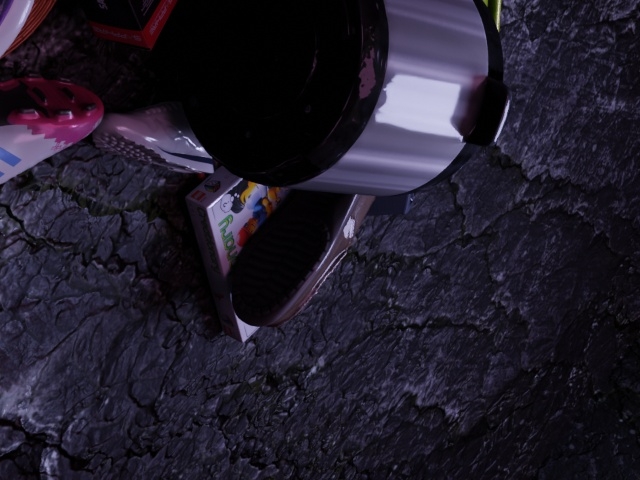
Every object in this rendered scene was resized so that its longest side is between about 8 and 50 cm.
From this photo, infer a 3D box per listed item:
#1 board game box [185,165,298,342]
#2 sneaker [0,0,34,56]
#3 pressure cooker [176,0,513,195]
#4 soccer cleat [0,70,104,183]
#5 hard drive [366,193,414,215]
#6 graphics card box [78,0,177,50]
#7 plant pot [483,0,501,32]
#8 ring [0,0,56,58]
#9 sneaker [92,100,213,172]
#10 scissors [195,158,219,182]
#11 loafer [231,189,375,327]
[{"bbox_3d":[-0.106,-0.005,2.244,0.193,0.053,0.305,-44,142,-29],"label":"board game box"},{"bbox_3d":[-0.488,-0.245,1.508,0.323,0.130,0.236,-37,145,6],"label":"sneaker"},{"bbox_3d":[0.049,-0.246,2.015,0.420,0.376,0.369,4,61,-50],"label":"pressure cooker"},{"bbox_3d":[-0.422,-0.118,1.768,0.331,0.116,0.143,-20,142,-45],"label":"soccer cleat"},{"bbox_3d":[0.076,-0.151,2.330,0.054,0.172,0.254,-91,179,-58],"label":"hard drive"},{"bbox_3d":[-0.246,-0.439,1.723,0.371,0.094,0.232,72,38,-59],"label":"graphics card box"},{"bbox_3d":[0.172,-0.398,2.276,0.207,0.228,0.227,-32,131,-47],"label":"plant pot"},{"bbox_3d":[-0.416,-0.339,1.655,0.337,0.032,0.336,-33,142,-30],"label":"ring"},{"bbox_3d":[-0.236,-0.158,2.003,0.235,0.090,0.094,15,83,-58],"label":"sneaker"},{"bbox_3d":[-0.146,-0.228,2.118,0.109,0.021,0.297,-22,125,-43],"label":"scissors"},{"bbox_3d":[0.000,0.000,2.222,0.366,0.134,0.130,-54,145,-18],"label":"loafer"}]
